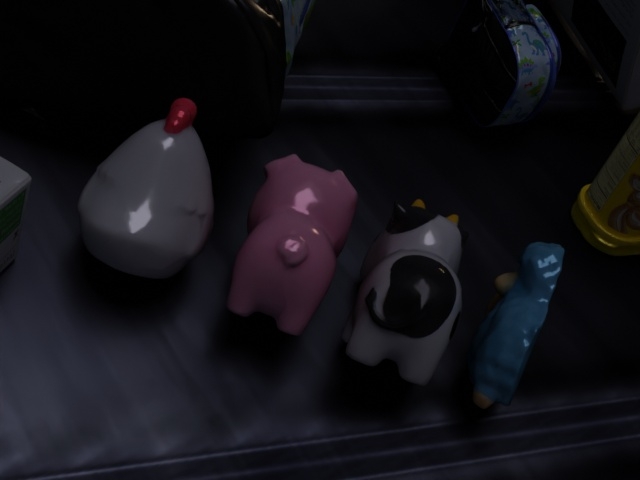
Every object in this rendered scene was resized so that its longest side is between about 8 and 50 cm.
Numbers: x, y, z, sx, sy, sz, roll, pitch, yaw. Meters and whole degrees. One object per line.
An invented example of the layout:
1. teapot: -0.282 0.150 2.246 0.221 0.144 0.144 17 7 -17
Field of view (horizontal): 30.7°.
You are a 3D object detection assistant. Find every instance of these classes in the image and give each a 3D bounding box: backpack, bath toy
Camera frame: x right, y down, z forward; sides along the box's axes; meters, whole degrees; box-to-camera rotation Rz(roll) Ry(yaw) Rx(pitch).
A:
1. backpack: -0.121 -0.262 0.986 0.290 0.273 0.355 11 29 13
2. backpack: 0.178 -0.170 1.111 0.084 0.105 0.114 -4 56 -26
3. bath toy: 0.000 0.000 0.855 0.348 0.129 0.151 20 10 -6

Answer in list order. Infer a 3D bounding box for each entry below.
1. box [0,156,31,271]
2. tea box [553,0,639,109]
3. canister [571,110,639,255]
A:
1. box: -0.267 -0.013 0.777 0.102 0.087 0.101 31 44 5
2. tea box: 0.416 -0.355 1.247 0.323 0.220 0.329 -14 54 -10
3. canister: 0.314 -0.070 1.027 0.126 0.170 0.073 -5 51 -27
